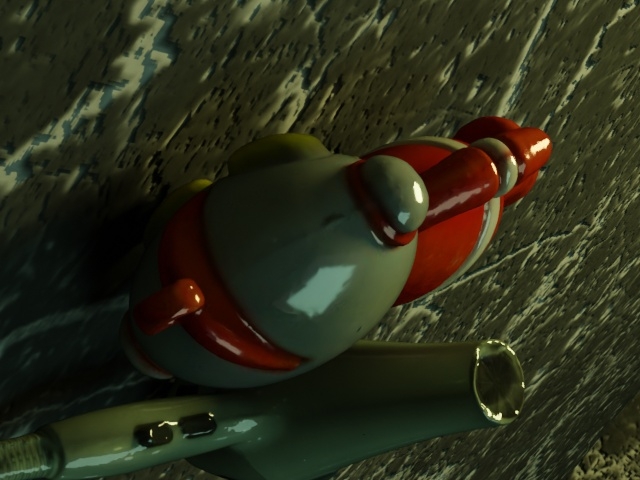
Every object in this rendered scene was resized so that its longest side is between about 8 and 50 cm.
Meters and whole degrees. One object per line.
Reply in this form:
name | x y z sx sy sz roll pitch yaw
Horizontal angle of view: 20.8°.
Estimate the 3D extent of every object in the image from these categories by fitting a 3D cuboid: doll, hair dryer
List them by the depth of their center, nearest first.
doll | 0.000 0.000 0.856 0.199 0.105 0.336 -29 178 29
hair dryer | -0.025 0.089 0.862 0.229 0.092 0.267 -11 178 25
